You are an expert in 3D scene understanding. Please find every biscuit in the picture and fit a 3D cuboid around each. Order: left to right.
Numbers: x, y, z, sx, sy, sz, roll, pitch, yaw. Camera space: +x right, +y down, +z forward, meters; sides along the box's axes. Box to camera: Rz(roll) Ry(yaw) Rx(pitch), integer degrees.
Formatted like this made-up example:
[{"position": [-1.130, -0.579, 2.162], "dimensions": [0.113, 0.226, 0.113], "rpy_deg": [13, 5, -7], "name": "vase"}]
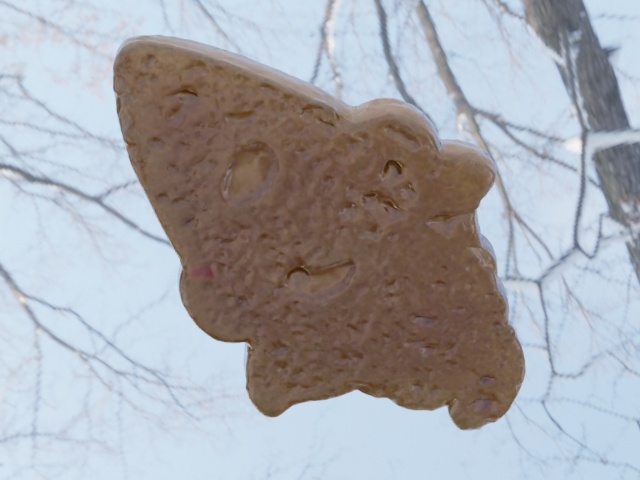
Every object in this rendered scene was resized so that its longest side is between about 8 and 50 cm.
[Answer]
[{"position": [0.000, 0.000, 0.639], "dimensions": [0.183, 0.280, 0.043], "rpy_deg": [-43, -165, 13], "name": "biscuit"}]
